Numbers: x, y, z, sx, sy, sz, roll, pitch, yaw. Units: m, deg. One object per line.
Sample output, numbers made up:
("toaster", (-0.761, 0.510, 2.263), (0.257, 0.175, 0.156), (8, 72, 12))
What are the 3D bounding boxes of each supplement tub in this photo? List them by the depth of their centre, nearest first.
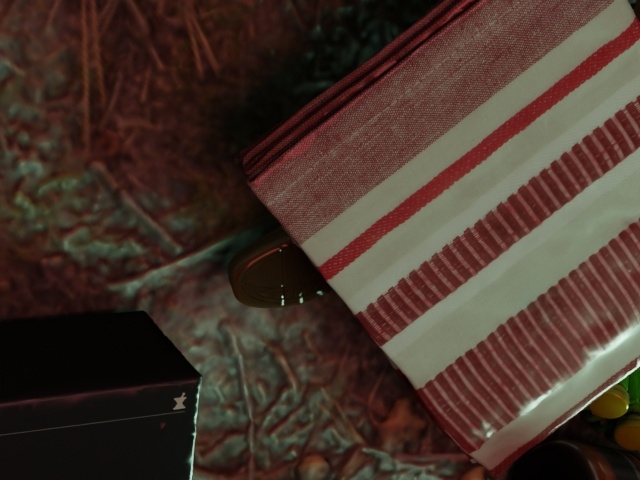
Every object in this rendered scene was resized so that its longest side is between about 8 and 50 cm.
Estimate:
("supplement tub", (0.238, 0.210, 1.102), (0.197, 0.106, 0.106), (15, 103, -33))

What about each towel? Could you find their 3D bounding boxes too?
("towel", (0.122, -0.013, 0.913), (0.237, 0.037, 0.329), (-37, 130, 1))

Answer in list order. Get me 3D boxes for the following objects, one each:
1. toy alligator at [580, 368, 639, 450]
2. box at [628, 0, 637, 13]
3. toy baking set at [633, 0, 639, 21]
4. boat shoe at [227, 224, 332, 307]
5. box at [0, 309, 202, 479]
("toy alligator", (0.193, 0.095, 1.066), (0.051, 0.056, 0.190), (-22, 124, 33))
("box", (0.186, -0.141, 0.955), (0.175, 0.051, 0.220), (-41, 124, -8))
("toy baking set", (0.272, -0.117, 0.962), (0.196, 0.030, 0.256), (3, 109, -30))
("boat shoe", (0.000, 0.000, 0.918), (0.135, 0.045, 0.050), (-21, 126, -22))
("box", (-0.209, 0.150, 0.834), (0.261, 0.103, 0.184), (-4, 115, -27))
